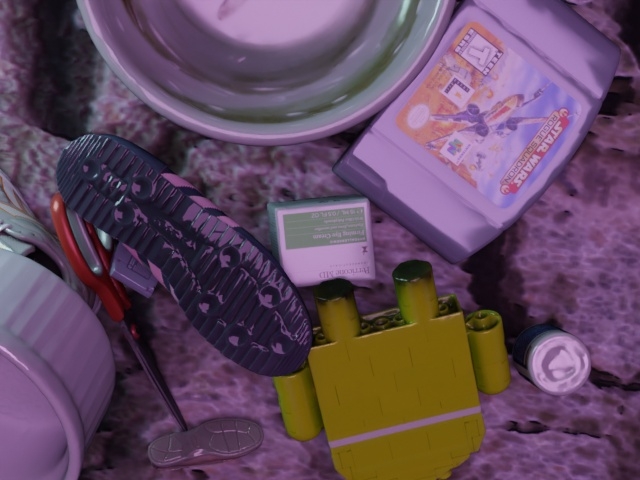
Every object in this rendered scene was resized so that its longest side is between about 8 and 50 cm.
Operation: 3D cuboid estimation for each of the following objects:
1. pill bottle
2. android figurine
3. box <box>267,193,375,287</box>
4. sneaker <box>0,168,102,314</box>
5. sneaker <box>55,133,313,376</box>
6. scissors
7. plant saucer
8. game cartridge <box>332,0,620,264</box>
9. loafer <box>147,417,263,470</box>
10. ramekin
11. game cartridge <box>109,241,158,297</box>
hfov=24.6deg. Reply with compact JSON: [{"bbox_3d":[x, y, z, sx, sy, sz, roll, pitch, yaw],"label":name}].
[{"bbox_3d":[0.241,0.124,1.561,0.067,0.120,0.067,0,93,-4],"label":"pill bottle"},{"bbox_3d":[0.079,0.153,1.543,0.248,0.056,0.273,-15,119,0],"label":"android figurine"},{"bbox_3d":[0.000,0.000,1.546,0.101,0.102,0.087,-6,96,-6],"label":"box"},{"bbox_3d":[-0.331,-0.008,1.511,0.262,0.121,0.099,38,89,-5],"label":"sneaker"},{"bbox_3d":[-0.123,0.006,1.504,0.319,0.131,0.112,45,99,4],"label":"sneaker"},{"bbox_3d":[-0.210,0.084,1.537,0.021,0.109,0.297,-18,96,15],"label":"scissors"},{"bbox_3d":[-0.056,-0.297,1.526,0.400,0.100,0.401,0,94,-4],"label":"plant saucer"},{"bbox_3d":[0.178,-0.133,1.578,0.198,0.062,0.297,37,90,-1],"label":"game cartridge"},{"bbox_3d":[-0.123,0.222,1.586,0.125,0.039,0.045,-10,61,-7],"label":"loafer"},{"bbox_3d":[-0.338,0.136,1.455,0.277,0.135,0.277,11,128,15],"label":"ramekin"},{"bbox_3d":[-0.190,0.019,1.547,0.056,0.083,0.017,35,129,-12],"label":"game cartridge"}]
